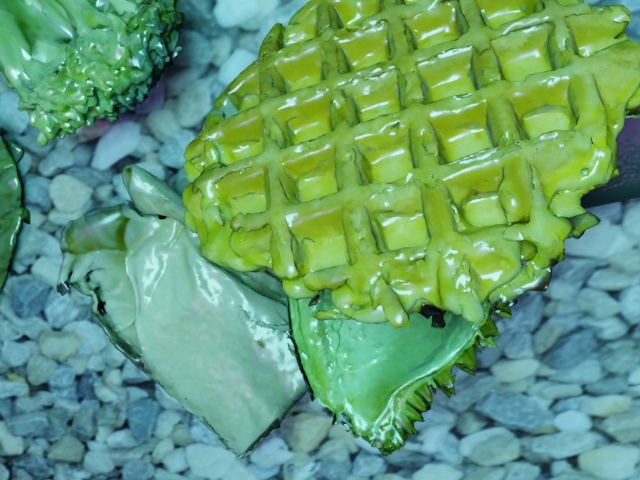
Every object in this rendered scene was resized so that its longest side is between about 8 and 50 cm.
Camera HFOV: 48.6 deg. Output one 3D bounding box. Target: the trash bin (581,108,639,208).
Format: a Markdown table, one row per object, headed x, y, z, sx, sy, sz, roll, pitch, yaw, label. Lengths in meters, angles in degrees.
| x | y | z | sx | sy | sz | roll | pitch | yaw | label |
| --- | --- | --- | --- | --- | --- | --- | --- | --- | --- |
| 0.302 | -0.107 | 0.662 | 0.226 | 0.165 | 0.115 | -17 | 104 | 19 | trash bin |

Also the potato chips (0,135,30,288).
| x | y | z | sx | sy | sz | roll | pitch | yaw | label |
| --- | --- | --- | --- | --- | --- | --- | --- | --- | --- |
| -0.556 | -0.079 | 0.893 | 0.373 | 0.097 | 0.389 | 27 | 112 | 2 | potato chips |

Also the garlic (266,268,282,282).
| x | y | z | sx | sy | sz | roll | pitch | yaw | label |
| --- | --- | --- | --- | --- | --- | --- | --- | --- | --- |
| 0.000 | 0.000 | 0.769 | 0.102 | 0.147 | 0.159 | -26 | 84 | 38 | garlic |

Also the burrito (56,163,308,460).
| x | y | z | sx | sy | sz | roll | pitch | yaw | label |
| --- | --- | --- | --- | --- | --- | --- | --- | --- | --- |
| -0.139 | 0.071 | 0.826 | 0.332 | 0.135 | 0.190 | 44 | 111 | -3 | burrito |

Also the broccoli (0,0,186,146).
| x | y | z | sx | sy | sz | roll | pitch | yaw | label |
| --- | --- | --- | --- | --- | --- | --- | --- | --- | --- |
| -0.296 | -0.236 | 0.635 | 0.353 | 0.397 | 0.274 | 23 | 112 | -4 | broccoli |

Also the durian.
| x | y | z | sx | sy | sz | roll | pitch | yaw | label |
| --- | --- | --- | --- | --- | --- | --- | --- | --- | --- |
| 0.075 | -0.004 | 0.658 | 0.198 | 0.394 | 0.163 | 17 | 155 | -21 | durian |

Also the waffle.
| x | y | z | sx | sy | sz | roll | pitch | yaw | label |
| --- | --- | --- | --- | --- | --- | --- | --- | --- | --- |
| 0.067 | -0.104 | 0.607 | 0.380 | 0.382 | 0.095 | 23 | 157 | 33 | waffle |
